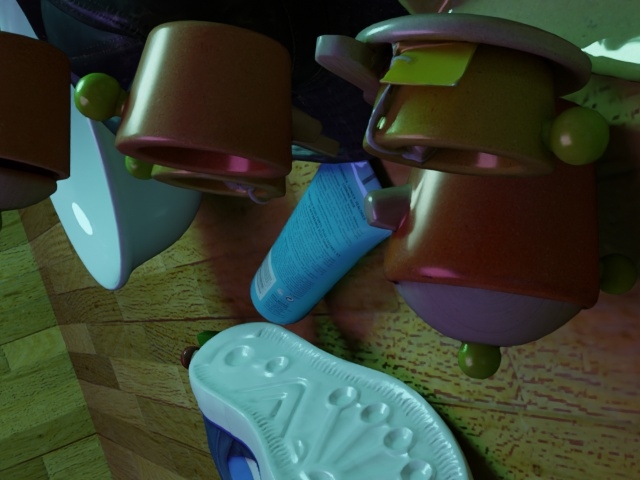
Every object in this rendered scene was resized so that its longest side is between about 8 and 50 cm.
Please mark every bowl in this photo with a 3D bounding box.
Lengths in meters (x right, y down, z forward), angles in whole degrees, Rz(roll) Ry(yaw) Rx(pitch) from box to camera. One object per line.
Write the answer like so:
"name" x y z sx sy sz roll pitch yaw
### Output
"bowl" -0.177 -0.114 0.997 0.298 0.134 0.298 49 150 42

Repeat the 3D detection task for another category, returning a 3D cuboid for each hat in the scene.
"hat" -0.095 -0.142 0.641 0.331 0.134 0.331 36 149 25

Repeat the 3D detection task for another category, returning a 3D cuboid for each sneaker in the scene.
"sneaker" 0.025 0.214 0.838 0.323 0.130 0.236 30 146 52

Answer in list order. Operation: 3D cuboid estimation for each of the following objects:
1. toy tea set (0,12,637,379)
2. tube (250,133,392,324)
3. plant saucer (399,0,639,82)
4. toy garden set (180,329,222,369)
"toy tea set" -0.028 -0.015 0.496 0.336 0.200 0.124 5 84 29
"tube" 0.000 0.000 0.794 0.080 0.052 0.207 60 152 13
"plant saucer" 0.055 -0.185 0.308 0.333 0.081 0.333 49 171 -30
"toy garden set" -0.062 0.200 1.122 0.204 0.049 0.244 -7 103 67
